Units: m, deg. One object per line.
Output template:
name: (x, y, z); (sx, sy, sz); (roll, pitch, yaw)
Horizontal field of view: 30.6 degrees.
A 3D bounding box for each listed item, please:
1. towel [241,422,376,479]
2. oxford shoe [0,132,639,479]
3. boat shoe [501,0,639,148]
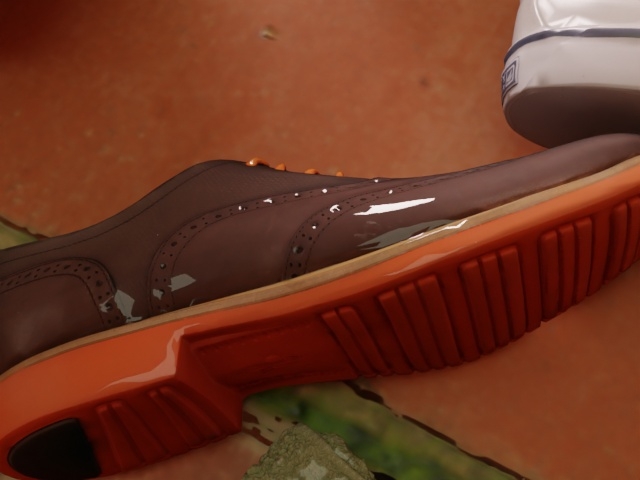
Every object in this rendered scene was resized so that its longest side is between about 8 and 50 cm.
towel: (0.006, 0.147, 0.403); (0.110, 0.027, 0.148); (-41, 70, -10)
oxford shoe: (0.000, 0.000, 0.431); (0.271, 0.097, 0.098); (-17, 61, -1)
boat shoe: (0.200, -0.073, 0.437); (0.258, 0.095, 0.084); (8, 73, 8)
